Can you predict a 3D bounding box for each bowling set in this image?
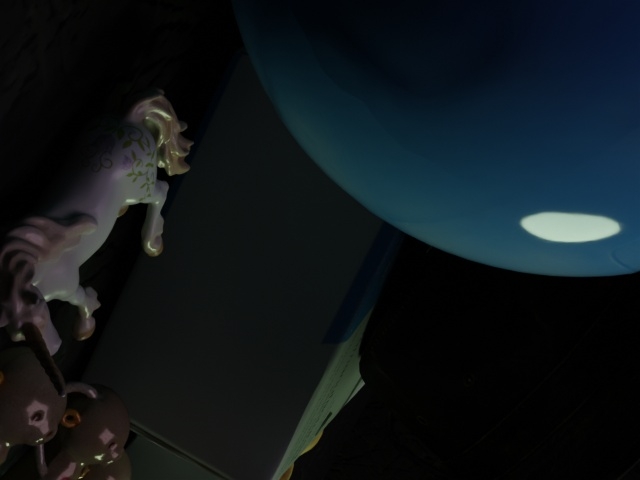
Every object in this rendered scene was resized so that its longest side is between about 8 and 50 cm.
[{"bbox_3d":[-0.094,0.173,0.617,0.154,0.200,0.287,-53,173,-8],"label":"bowling set"}]

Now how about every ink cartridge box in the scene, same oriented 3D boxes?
[{"bbox_3d":[0.000,0.000,0.827,0.223,0.129,0.307,-64,171,14],"label":"ink cartridge box"}]

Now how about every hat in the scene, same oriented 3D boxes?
[{"bbox_3d":[0.113,0.040,0.740,0.331,0.134,0.331,-45,180,0],"label":"hat"}]

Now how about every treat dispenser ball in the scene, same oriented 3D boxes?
[{"bbox_3d":[0.104,-0.129,0.518,0.288,0.288,0.288,-59,170,-16],"label":"treat dispenser ball"}]

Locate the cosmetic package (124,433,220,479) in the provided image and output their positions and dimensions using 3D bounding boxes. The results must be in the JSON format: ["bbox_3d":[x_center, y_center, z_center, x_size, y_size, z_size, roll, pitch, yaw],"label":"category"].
[{"bbox_3d":[-0.100,0.265,0.897,0.151,0.183,0.151,-52,166,-46],"label":"cosmetic package"}]

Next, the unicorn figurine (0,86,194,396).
[{"bbox_3d":[-0.102,0.001,0.534,0.111,0.060,0.162,98,7,-64],"label":"unicorn figurine"}]

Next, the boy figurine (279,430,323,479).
[{"bbox_3d":[-0.083,0.225,1.165,0.285,0.092,0.177,-55,169,-37],"label":"boy figurine"}]
